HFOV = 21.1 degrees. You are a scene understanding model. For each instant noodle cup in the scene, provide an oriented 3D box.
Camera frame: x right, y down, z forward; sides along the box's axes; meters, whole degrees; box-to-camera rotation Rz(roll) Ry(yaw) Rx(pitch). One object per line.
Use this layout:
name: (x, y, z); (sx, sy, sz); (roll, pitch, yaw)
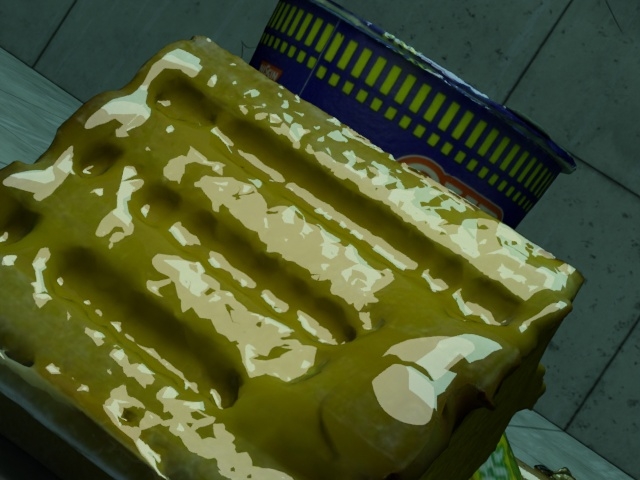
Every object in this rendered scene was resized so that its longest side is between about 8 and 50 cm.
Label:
instant noodle cup: (0.000, 0.000, 1.330); (0.284, 0.312, 0.284); (32, 2, -1)

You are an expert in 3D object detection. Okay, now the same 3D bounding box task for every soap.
soap: (-0.044, 0.047, 0.904); (0.281, 0.259, 0.143); (36, -39, 17)

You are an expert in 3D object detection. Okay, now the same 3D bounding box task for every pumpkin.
pumpkin: (0.333, 0.337, 2.284); (0.073, 0.035, 0.101); (13, 21, -49)

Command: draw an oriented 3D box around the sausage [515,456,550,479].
sausage: (0.169, 0.237, 1.788); (0.301, 0.066, 0.066); (35, 3, 9)

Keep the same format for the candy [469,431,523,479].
candy: (0.124, 0.192, 1.369); (0.297, 0.081, 0.187); (22, 47, -72)
